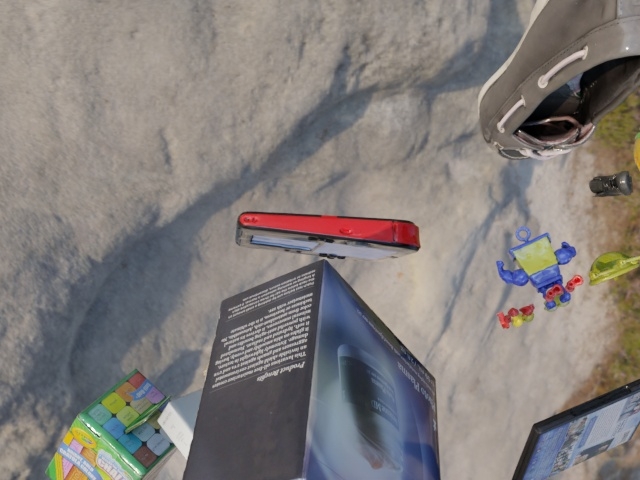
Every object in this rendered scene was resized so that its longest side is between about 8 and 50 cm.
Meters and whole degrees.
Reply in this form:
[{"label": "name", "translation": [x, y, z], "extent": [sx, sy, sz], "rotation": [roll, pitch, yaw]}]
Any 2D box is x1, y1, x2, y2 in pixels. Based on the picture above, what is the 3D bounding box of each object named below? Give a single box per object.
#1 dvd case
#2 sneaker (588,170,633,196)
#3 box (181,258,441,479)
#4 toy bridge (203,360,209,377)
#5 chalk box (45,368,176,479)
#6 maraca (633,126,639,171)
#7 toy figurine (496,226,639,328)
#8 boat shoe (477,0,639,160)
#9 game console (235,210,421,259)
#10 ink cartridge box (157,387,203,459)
[{"label": "dvd case", "translation": [0.439, 0.317, 1.151], "extent": [0.253, 0.022, 0.180], "rotation": [-16, 134, -18]}, {"label": "sneaker", "translation": [0.620, -0.116, 1.492], "extent": [0.170, 0.089, 0.051], "rotation": [-1, 87, -62]}, {"label": "box", "translation": [0.009, 0.240, 0.851], "extent": [0.296, 0.183, 0.294], "rotation": [47, 33, -33]}, {"label": "toy bridge", "translation": [-0.171, 0.230, 1.293], "extent": [0.026, 0.188, 0.063], "rotation": [37, 48, -15]}, {"label": "chalk box", "translation": [-0.394, 0.402, 1.406], "extent": [0.289, 0.179, 0.180], "rotation": [-54, 172, 32]}, {"label": "maraca", "translation": [0.578, -0.144, 1.153], "extent": [0.099, 0.127, 0.186], "rotation": [-57, 155, 9]}, {"label": "toy figurine", "translation": [0.566, 0.042, 1.709], "extent": [0.363, 0.217, 0.191], "rotation": [-27, 157, 8]}, {"label": "boat shoe", "translation": [0.223, -0.132, 0.657], "extent": [0.112, 0.335, 0.095], "rotation": [-9, 72, -1]}, {"label": "game console", "translation": [0.000, 0.000, 1.404], "extent": [0.342, 0.386, 0.060], "rotation": [2, 84, -7]}, {"label": "ink cartridge box", "translation": [-0.140, 0.379, 1.349], "extent": [0.275, 0.239, 0.060], "rotation": [-12, 142, -56]}]
